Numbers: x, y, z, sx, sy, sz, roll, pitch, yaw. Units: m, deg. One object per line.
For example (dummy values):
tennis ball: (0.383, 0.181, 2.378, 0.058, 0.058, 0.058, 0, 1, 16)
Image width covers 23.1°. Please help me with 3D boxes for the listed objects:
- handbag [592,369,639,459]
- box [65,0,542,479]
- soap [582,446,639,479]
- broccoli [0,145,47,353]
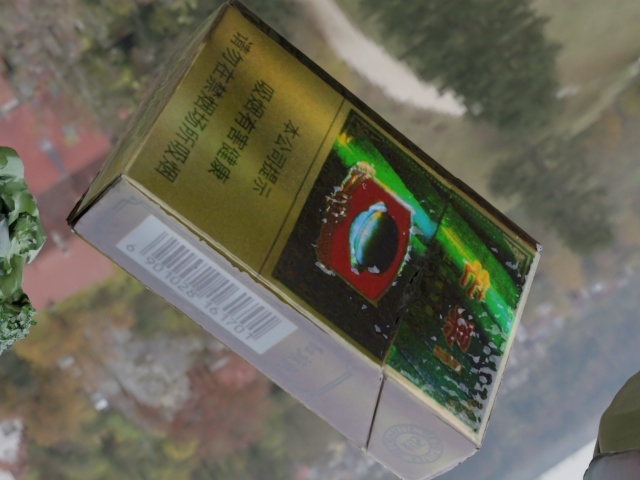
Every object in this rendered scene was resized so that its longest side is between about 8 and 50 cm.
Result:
handbag: (0.197, 0.231, 1.016, 0.253, 0.109, 0.315, -75, -178, -50)
box: (0.000, 0.000, 0.848, 0.071, 0.240, 0.159, -39, -160, 42)
soap: (0.106, 0.205, 0.316, 0.109, 0.323, 0.193, 13, 161, -19)
broccoli: (-0.229, -0.001, 0.832, 0.156, 0.195, 0.195, -43, 178, -39)
